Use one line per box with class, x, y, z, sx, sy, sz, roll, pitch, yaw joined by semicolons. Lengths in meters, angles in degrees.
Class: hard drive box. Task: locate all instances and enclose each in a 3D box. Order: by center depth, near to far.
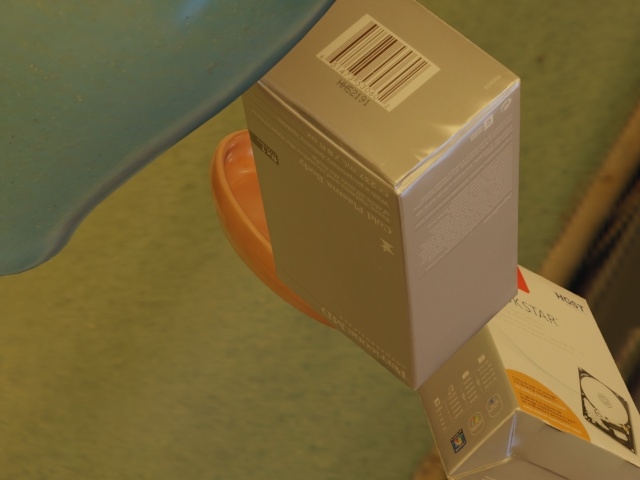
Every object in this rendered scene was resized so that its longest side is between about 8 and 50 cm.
hard drive box;0.169;0.120;1.656;0.181;0.232;0.089;26;118;-32

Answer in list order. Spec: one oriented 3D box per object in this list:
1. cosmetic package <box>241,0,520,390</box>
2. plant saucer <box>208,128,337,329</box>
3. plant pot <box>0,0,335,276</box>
cosmetic package;0.038;-0.030;1.104;0.127;0.238;0.107;38;67;25
plant saucer;0.000;0.000;1.402;0.200;0.200;0.037;30;116;-18
plant pot;-0.108;-0.135;0.694;0.272;0.271;0.255;27;113;-19
